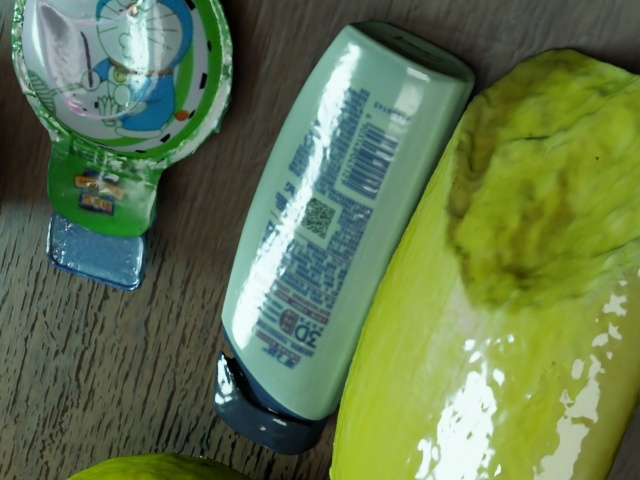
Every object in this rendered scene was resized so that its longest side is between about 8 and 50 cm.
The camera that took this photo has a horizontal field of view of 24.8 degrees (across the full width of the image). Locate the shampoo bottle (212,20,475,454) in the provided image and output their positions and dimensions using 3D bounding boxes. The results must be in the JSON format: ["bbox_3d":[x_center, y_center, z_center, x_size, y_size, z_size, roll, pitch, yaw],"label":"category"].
[{"bbox_3d":[0.000,0.000,1.179,0.134,0.078,0.359,31,116,21],"label":"shampoo bottle"}]

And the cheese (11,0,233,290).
[{"bbox_3d":[-0.170,-0.112,1.202,0.204,0.083,0.320,16,110,15],"label":"cheese"}]

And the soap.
[{"bbox_3d":[0.121,0.071,1.022,0.115,0.306,0.427,18,99,-30],"label":"soap"}]

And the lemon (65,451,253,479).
[{"bbox_3d":[-0.143,0.320,1.225,0.297,0.297,0.297,6,109,19],"label":"lemon"}]
